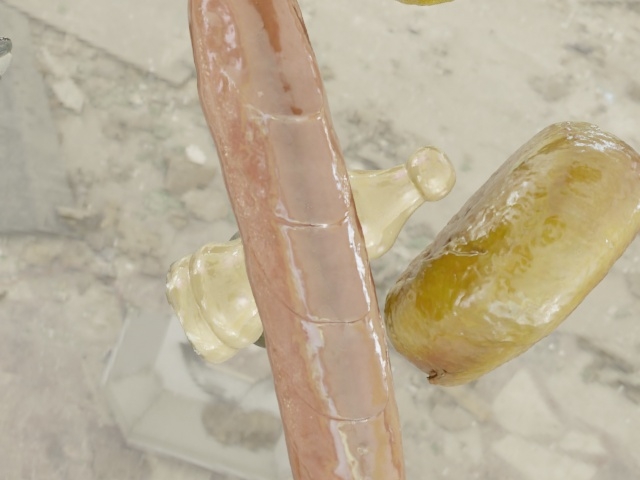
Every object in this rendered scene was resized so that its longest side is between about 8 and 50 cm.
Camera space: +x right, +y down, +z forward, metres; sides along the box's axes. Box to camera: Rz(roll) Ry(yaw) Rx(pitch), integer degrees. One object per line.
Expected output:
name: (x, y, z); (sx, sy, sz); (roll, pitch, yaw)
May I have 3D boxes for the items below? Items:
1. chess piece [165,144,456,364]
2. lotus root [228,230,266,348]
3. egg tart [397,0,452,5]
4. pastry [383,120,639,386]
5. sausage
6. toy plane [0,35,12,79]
chess piece: (0.000, 0.000, 1.237); (0.124, 0.307, 0.139); (62, 12, 11)
lotus root: (-0.069, 0.062, 1.669); (0.160, 0.152, 0.275); (47, -6, -15)
egg tart: (0.184, -0.419, 1.521); (0.319, 0.128, 0.319); (-17, 37, 13)
pastry: (0.212, 0.016, 1.345); (0.164, 0.356, 0.356); (47, 44, 3)
sausage: (-0.008, 0.024, 0.780); (0.088, 0.433, 0.088); (-13, 10, 2)
toy plane: (-0.514, -0.219, 1.648); (0.103, 0.204, 0.316); (26, -3, 3)
